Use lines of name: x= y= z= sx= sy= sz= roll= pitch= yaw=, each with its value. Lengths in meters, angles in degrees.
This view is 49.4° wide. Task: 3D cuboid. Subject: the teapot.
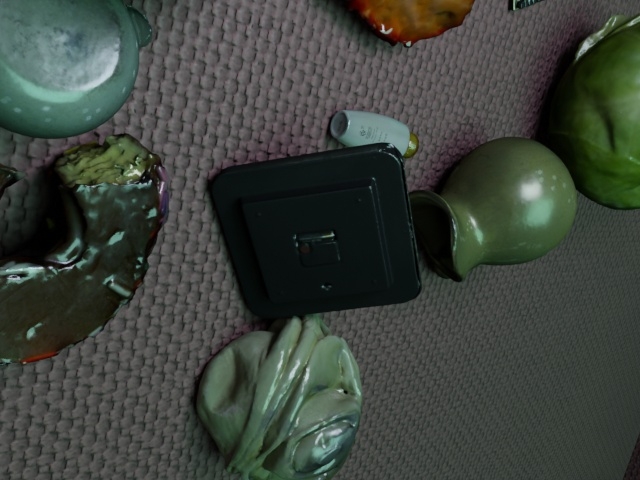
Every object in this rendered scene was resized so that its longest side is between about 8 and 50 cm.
teapot: x=-0.286 y=-0.198 z=0.710 sx=0.294 sy=0.129 sz=0.193 roll=-25 pitch=101 yaw=-34

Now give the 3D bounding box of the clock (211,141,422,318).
clock: x=0.000 y=0.000 z=1.029 sx=0.049 sy=0.279 sz=0.273 roll=-85 pitch=164 yaw=-55

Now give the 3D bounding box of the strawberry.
strawberry: x=0.127 y=-0.435 z=0.994 sx=0.265 sy=0.149 sz=0.336 roll=-17 pitch=151 yaw=3

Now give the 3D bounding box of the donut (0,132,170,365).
donut: x=-0.340 y=0.007 z=0.761 sx=0.345 sy=0.136 sz=0.259 roll=-6 pitch=117 yaw=-42

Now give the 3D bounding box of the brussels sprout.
brussels sprout: x=0.665 y=-0.259 z=1.485 sx=0.361 sy=0.342 sz=0.425 roll=-30 pitch=129 yaw=3

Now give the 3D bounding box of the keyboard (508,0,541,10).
keyboard: x=0.479 y=-0.534 z=1.386 sx=0.317 sy=0.027 sz=0.106 roll=-29 pitch=126 yaw=-33

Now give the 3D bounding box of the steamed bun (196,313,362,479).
steamed bun: x=-0.040 y=0.274 z=1.128 sx=0.268 sy=0.207 sz=0.280 roll=-35 pitch=128 yaw=-27

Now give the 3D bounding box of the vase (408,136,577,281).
vase: x=0.310 y=-0.026 z=1.345 sx=0.302 sy=0.241 sz=0.329 roll=-28 pitch=153 yaw=-18

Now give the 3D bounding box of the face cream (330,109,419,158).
face cream: x=0.093 y=-0.174 z=1.159 sx=0.182 sy=0.051 sz=0.072 roll=7 pitch=103 yaw=-45
